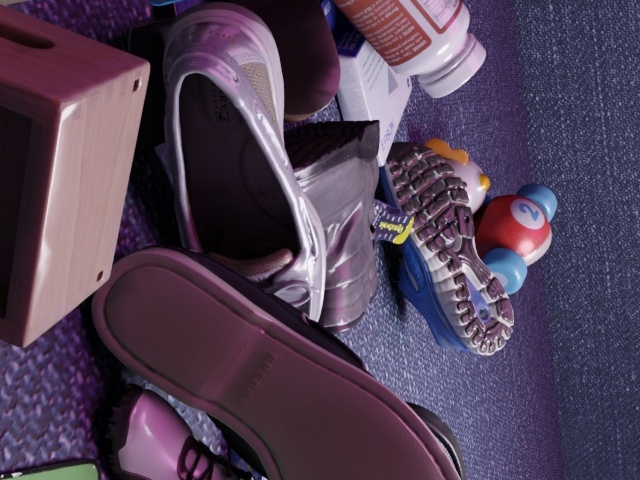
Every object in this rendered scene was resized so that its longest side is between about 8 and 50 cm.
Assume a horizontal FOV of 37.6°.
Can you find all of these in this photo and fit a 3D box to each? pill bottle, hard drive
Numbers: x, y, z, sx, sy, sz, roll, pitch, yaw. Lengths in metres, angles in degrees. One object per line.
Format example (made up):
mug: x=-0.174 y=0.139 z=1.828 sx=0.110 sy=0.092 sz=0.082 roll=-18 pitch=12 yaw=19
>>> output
pill bottle: x=0.106 y=-0.286 z=1.170 sx=0.216 sy=0.121 sz=0.121 roll=46 pitch=38 yaw=-21
hard drive: x=-0.115 y=-0.136 z=0.776 sx=0.135 sy=0.022 sz=0.094 roll=-44 pitch=142 yaw=-62

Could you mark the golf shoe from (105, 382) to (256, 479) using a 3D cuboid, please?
golf shoe: x=-0.092 y=0.182 z=0.723 sx=0.077 sy=0.094 sz=0.198 roll=-70 pitch=148 yaw=-44

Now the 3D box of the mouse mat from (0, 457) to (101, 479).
mouse mat: x=-0.184 y=0.239 z=0.592 sx=0.152 sy=0.007 sz=0.190 roll=18 pitch=69 yaw=-68

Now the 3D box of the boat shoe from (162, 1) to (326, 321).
boat shoe: x=-0.063 y=-0.022 z=0.748 sx=0.103 sy=0.118 sz=0.320 roll=-82 pitch=169 yaw=-53

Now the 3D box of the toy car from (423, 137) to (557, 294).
toy car: x=0.244 y=-0.064 z=1.526 sx=0.238 sy=0.210 sz=0.219 roll=60 pitch=42 yaw=-26

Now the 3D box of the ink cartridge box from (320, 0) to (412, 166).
ink cartridge box: x=0.066 y=-0.249 z=1.269 sx=0.223 sy=0.045 sz=0.224 roll=-68 pitch=147 yaw=-48

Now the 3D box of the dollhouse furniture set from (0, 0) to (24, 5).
dollhouse furniture set: x=-0.160 y=-0.265 z=0.551 sx=0.259 sy=0.135 sz=0.262 roll=21 pitch=67 yaw=-67

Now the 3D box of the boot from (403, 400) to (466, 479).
boot: x=0.100 y=0.399 z=1.136 sx=0.260 sy=0.131 sz=0.348 roll=-56 pitch=138 yaw=-58

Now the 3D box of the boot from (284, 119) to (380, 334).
boot: x=0.000 y=0.000 z=0.975 sx=0.338 sy=0.118 sz=0.223 roll=-28 pitch=118 yaw=-63

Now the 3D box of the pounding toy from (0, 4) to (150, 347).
pounding toy: x=-0.179 y=-0.086 z=0.444 sx=0.094 sy=0.181 sz=0.206 roll=-50 pitch=160 yaw=-62

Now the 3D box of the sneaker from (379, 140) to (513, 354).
sneaker: x=0.150 y=0.018 z=1.365 sx=0.129 sy=0.147 sz=0.330 roll=-22 pitch=92 yaw=-35

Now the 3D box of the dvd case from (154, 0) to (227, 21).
dvd case: x=-0.101 y=-0.300 z=0.874 sx=0.253 sy=0.022 sz=0.180 roll=-43 pitch=126 yaw=-63

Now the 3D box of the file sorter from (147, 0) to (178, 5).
file sorter: x=-0.091 y=-0.217 z=0.472 sx=0.170 sy=0.104 sz=0.118 roll=40 pitch=53 yaw=-48

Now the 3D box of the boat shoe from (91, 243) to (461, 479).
boat shoe: x=-0.022 y=0.122 z=0.727 sx=0.127 sy=0.340 sz=0.113 roll=-53 pitch=-173 yaw=10

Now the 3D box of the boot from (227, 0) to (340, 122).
boot: x=-0.055 y=-0.257 z=0.865 sx=0.115 sy=0.112 sz=0.305 roll=178 pitch=-97 yaw=-81

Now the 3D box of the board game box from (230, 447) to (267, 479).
board game box: x=-0.045 y=0.197 z=0.921 sx=0.136 sy=0.035 sz=0.201 roll=11 pitch=77 yaw=-69

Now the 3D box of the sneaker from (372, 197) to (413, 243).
sneaker: x=0.062 y=-0.032 z=1.226 sx=0.144 sy=0.059 sz=0.053 roll=20 pitch=100 yaw=-53
